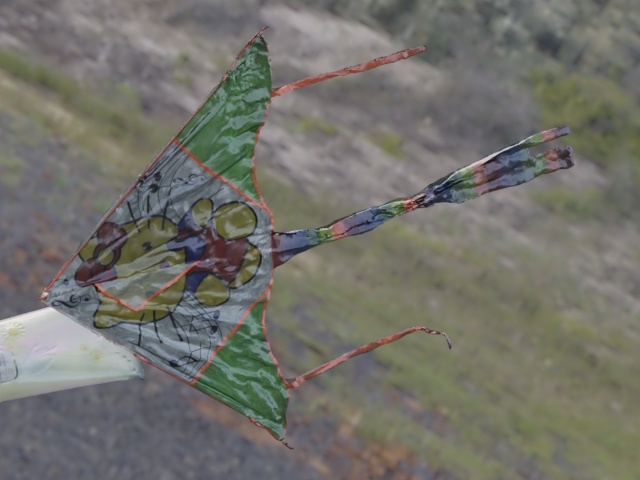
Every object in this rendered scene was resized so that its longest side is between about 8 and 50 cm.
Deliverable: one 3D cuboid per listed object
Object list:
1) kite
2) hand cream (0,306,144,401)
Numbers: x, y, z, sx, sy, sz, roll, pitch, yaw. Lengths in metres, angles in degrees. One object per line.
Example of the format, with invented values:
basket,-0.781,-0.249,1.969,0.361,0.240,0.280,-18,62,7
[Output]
kite,0.000,0.000,0.779,0.244,0.198,0.006,-15,27,-16
hand cream,-0.172,0.067,1.026,0.143,0.039,0.061,-14,60,-22
